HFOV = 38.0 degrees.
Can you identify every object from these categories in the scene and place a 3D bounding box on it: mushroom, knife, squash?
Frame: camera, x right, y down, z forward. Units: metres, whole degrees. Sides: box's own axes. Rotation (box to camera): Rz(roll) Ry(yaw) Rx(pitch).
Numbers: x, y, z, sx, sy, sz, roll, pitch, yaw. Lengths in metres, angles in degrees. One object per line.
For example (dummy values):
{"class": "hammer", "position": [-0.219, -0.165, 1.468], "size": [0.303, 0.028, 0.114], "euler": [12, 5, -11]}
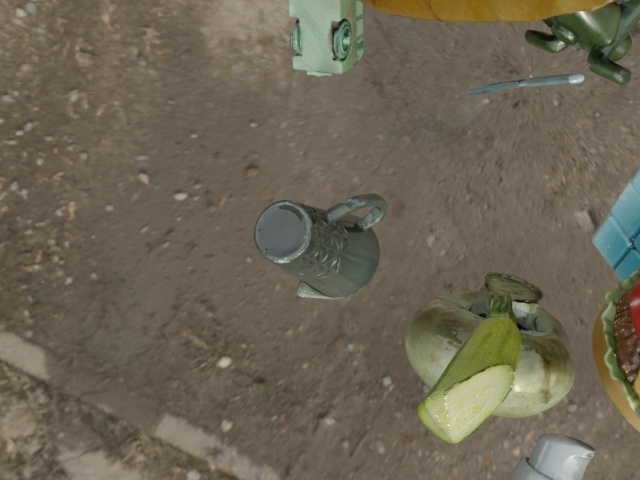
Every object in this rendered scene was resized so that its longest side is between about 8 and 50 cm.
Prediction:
{"class": "mushroom", "position": [0.346, 0.207, 1.850], "size": [0.352, 0.352, 0.260], "euler": [18, 107, 9]}
{"class": "knife", "position": [0.280, -0.215, 1.275], "size": [0.028, 0.210, 0.015], "euler": [-29, 107, -26]}
{"class": "squash", "position": [0.197, 0.143, 1.097], "size": [0.090, 0.200, 0.075], "euler": [49, 151, -22]}

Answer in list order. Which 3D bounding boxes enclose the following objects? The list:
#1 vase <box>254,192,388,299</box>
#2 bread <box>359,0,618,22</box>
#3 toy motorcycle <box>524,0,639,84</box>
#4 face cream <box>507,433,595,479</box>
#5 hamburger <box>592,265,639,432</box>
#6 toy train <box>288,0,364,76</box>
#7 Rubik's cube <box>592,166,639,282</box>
{"class": "vase", "position": [0.000, 0.000, 1.596], "size": [0.251, 0.301, 0.156], "euler": [-41, 70, 11]}
{"class": "bread", "position": [0.108, -0.198, 0.441], "size": [0.236, 0.236, 0.070], "euler": [-18, 137, 15]}
{"class": "toy motorcycle", "position": [0.116, -0.207, 0.636], "size": [0.205, 0.275, 0.127], "euler": [41, 121, 48]}
{"class": "face cream", "position": [0.125, 0.250, 0.652], "size": [0.101, 0.101, 0.251], "euler": [23, 95, 8]}
{"class": "hamburger", "position": [0.515, 0.133, 1.212], "size": [0.274, 0.274, 0.212], "euler": [42, 142, 3]}
{"class": "toy train", "position": [0.012, -0.487, 1.821], "size": [0.129, 0.159, 0.326], "euler": [8, 119, 22]}
{"class": "Rubik's cube", "position": [0.754, -0.010, 1.701], "size": [0.319, 0.316, 0.321], "euler": [-21, 66, -18]}
